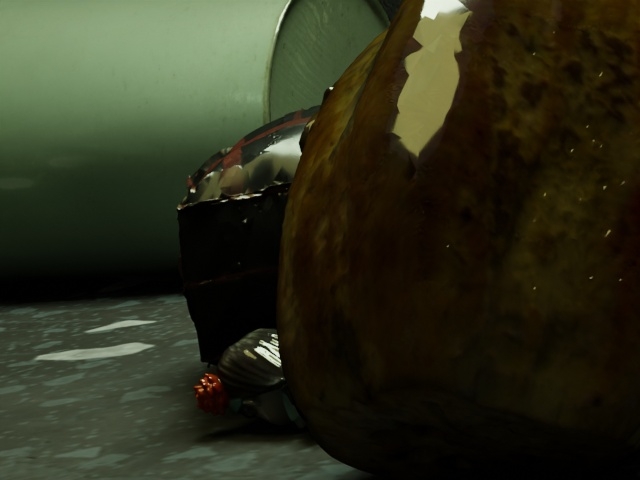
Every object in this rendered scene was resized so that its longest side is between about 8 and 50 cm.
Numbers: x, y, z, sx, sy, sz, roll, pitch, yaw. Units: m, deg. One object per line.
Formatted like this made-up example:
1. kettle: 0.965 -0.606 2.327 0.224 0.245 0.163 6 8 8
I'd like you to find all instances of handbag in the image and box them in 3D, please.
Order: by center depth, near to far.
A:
1. handbag: 0.000 0.000 1.098 0.169 0.155 0.215 -13 6 0

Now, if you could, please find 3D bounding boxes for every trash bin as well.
1. trash bin: -0.164 -0.098 1.632 0.432 0.280 0.280 0 10 30

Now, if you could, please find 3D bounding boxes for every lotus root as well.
1. lotus root: 0.077 -0.019 0.854 0.193 0.193 0.291 -5 50 25

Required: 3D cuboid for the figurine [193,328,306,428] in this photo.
1. figurine: -0.012 0.077 0.964 0.106 0.047 0.060 11 40 43
